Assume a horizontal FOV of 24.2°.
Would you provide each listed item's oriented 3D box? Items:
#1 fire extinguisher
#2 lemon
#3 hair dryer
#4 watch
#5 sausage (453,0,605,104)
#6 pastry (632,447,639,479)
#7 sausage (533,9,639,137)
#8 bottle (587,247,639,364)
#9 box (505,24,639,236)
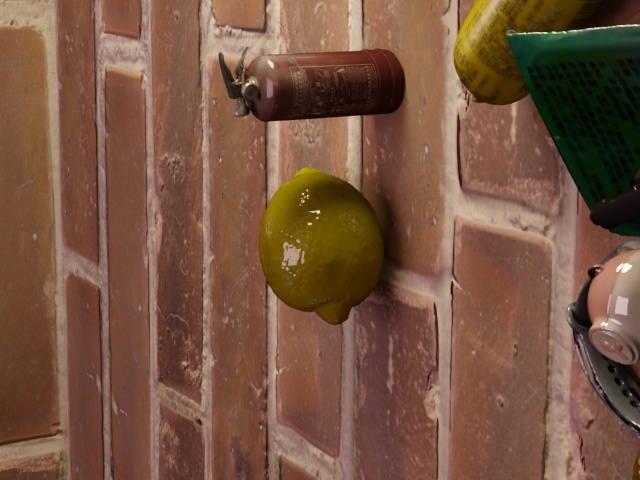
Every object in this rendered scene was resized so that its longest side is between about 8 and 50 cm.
[{"bbox_3d":[-0.020,-0.219,2.062,0.105,0.269,0.105,18,111,59],"label":"fire extinguisher"},{"bbox_3d":[0.000,0.000,2.158,0.184,0.184,0.248,-45,52,54],"label":"lemon"},{"bbox_3d":[0.337,-0.026,1.515,0.114,0.070,0.248,51,162,-1],"label":"hair dryer"},{"bbox_3d":[0.361,0.111,1.670,0.206,0.068,0.193,45,132,45],"label":"watch"},{"bbox_3d":[0.255,-0.279,1.718,0.347,0.123,0.123,-56,49,48],"label":"sausage"},{"bbox_3d":[0.429,0.284,1.542,0.235,0.132,0.240,60,137,49],"label":"pastry"},{"bbox_3d":[0.336,-0.201,1.656,0.301,0.065,0.066,-40,61,54],"label":"sausage"},{"bbox_3d":[0.375,0.074,1.497,0.236,0.147,0.148,13,107,40],"label":"bottle"},{"bbox_3d":[0.367,-0.129,1.515,0.336,0.106,0.264,7,132,59],"label":"box"}]
